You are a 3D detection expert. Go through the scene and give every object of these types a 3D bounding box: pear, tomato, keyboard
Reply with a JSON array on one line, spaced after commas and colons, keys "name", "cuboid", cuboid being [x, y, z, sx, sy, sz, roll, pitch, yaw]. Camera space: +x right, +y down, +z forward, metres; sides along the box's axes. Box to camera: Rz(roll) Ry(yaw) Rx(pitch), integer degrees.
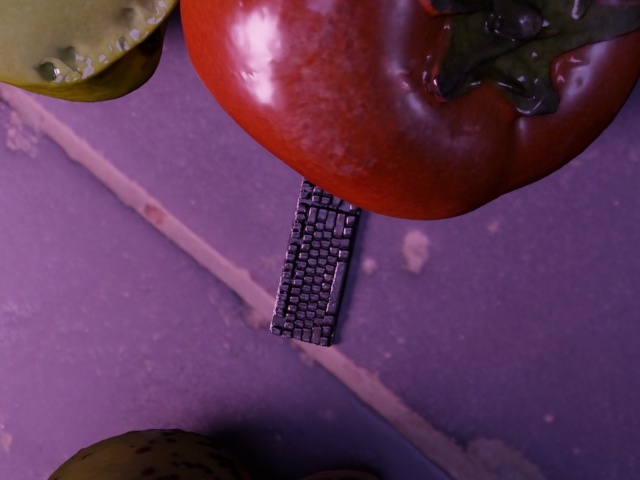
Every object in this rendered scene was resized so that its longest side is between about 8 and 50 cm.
[{"name": "pear", "cuboid": [-0.221, -0.264, 0.961, 0.342, 0.238, 0.318, -24, 108, 14]}, {"name": "tomato", "cuboid": [0.068, -0.191, 0.861, 0.273, 0.341, 0.341, 42, 118, 50]}, {"name": "keyboard", "cuboid": [0.000, 0.000, 1.064, 0.060, 0.018, 0.195, 14, 106, 9]}]

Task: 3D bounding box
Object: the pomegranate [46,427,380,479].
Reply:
[{"name": "pomegranate", "cuboid": [-0.093, 0.288, 1.042, 0.340, 0.285, 0.285, -15, 99, -5]}]
